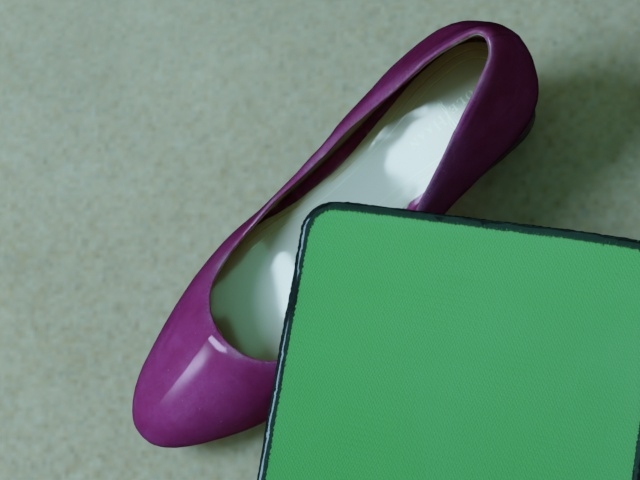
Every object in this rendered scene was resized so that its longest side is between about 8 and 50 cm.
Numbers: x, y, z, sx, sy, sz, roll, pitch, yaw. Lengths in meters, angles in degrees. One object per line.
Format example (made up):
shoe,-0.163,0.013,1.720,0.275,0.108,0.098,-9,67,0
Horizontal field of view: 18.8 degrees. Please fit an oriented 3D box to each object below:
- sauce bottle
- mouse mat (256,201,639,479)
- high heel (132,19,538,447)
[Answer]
sauce bottle,0.126,0.187,0.791,0.111,0.111,0.344,-7,80,11
mouse mat,0.051,0.083,0.764,0.153,0.007,0.189,8,81,13
high heel,0.000,0.000,0.846,0.244,0.117,0.082,-38,75,3
